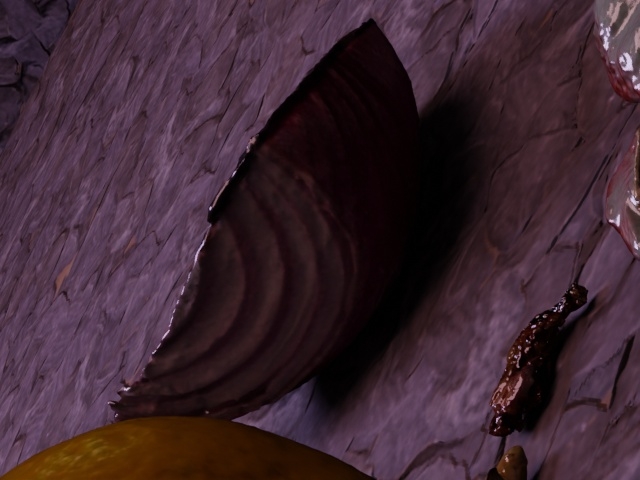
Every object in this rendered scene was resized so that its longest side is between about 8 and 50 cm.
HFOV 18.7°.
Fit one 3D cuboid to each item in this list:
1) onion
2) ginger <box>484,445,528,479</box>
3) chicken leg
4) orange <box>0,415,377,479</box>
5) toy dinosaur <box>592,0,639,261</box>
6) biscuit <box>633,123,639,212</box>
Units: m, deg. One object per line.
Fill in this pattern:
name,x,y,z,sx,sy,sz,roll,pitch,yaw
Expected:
onion,0.000,0.000,1.174,0.250,0.111,0.247,-63,-8,33
ginger,0.080,0.134,0.865,0.048,0.030,0.097,92,-161,-64
chicken leg,0.101,0.057,0.931,0.083,0.021,0.036,-60,8,-9
orange,-0.036,0.199,0.724,0.235,0.279,0.279,-29,24,6
toy dinosaur,0.160,-0.114,0.960,0.167,0.053,0.242,-62,25,21
biscuit,0.186,-0.048,0.797,0.152,0.020,0.152,-30,48,40
